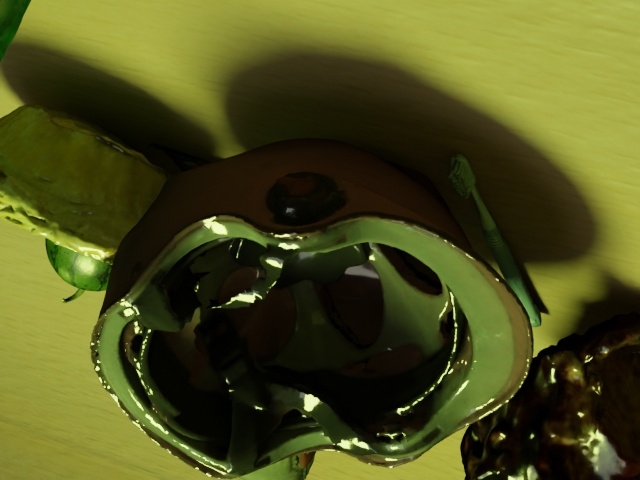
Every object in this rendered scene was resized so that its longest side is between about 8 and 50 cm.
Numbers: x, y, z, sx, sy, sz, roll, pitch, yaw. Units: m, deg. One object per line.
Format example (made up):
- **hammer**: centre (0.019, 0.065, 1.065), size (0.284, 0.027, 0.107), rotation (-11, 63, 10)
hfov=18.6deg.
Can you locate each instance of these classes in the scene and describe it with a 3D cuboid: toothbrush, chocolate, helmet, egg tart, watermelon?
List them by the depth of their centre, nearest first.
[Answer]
- **helmet**: centre (-0.007, 0.034, 1.515), size (0.338, 0.197, 0.271), rotation (-16, 128, 15)
- **chocolate**: centre (0.237, 0.142, 1.522), size (0.206, 0.224, 0.177), rotation (54, 142, 38)
- **toothbrush**: centre (0.138, 0.004, 1.523), size (0.016, 0.019, 0.219), rotation (0, 145, 25)
- **egg tart**: centre (-0.198, -0.052, 1.668), size (0.232, 0.098, 0.252), rotation (18, -168, -34)
- **watermelon**: centre (-0.208, 0.002, 1.814), size (0.109, 0.109, 0.109), rotation (25, 156, 12)

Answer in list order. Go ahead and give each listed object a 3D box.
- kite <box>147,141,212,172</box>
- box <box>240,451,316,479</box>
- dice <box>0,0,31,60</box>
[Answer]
- **kite**: centre (0.000, 0.000, 1.685), size (0.321, 0.016, 0.234), rotation (37, 154, -18)
- **box**: centre (-0.060, 0.145, 1.893), size (0.148, 0.129, 0.210), rotation (24, 157, 12)
- **dice**: centre (-0.407, -0.176, 1.461), size (0.297, 0.287, 0.300), rotation (39, 155, -19)
